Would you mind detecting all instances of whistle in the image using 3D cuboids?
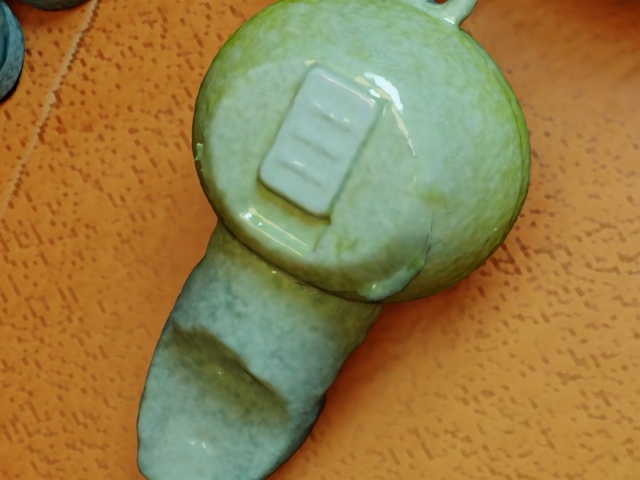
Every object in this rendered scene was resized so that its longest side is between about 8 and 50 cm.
[{"bbox_3d":[0.000,0.000,0.606,0.123,0.123,0.223,32,111,14],"label":"whistle"}]

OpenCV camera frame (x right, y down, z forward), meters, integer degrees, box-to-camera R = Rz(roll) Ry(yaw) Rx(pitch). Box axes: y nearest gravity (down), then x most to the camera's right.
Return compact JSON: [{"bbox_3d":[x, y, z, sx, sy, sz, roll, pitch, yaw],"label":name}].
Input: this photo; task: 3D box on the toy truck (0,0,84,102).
[{"bbox_3d":[-0.131,-0.213,0.635,0.184,0.133,0.338,40,92,14],"label":"toy truck"}]
